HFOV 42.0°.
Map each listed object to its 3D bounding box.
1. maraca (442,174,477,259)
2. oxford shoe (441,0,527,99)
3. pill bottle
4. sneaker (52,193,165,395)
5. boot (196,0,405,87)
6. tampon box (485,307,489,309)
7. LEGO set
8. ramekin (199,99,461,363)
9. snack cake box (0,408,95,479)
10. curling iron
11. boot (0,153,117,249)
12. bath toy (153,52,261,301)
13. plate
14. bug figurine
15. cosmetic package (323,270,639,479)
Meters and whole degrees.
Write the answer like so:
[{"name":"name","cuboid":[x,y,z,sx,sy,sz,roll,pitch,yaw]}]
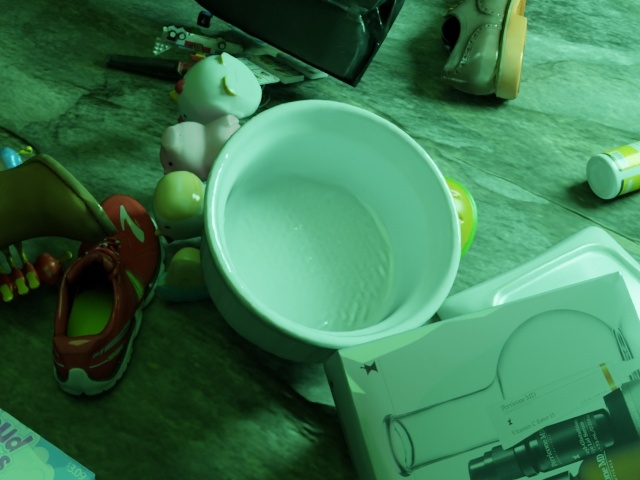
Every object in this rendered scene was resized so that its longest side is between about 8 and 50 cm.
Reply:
[{"name":"maraca","cuboid":[0.117,-0.001,1.045,0.127,0.099,0.186,32,81,24]},{"name":"oxford shoe","cuboid":[0.266,-0.377,1.355,0.132,0.130,0.364,5,49,10]},{"name":"pill bottle","cuboid":[0.437,-0.103,1.164,0.116,0.065,0.065,-17,52,-17]},{"name":"sneaker","cuboid":[-0.246,0.041,0.972,0.107,0.118,0.279,2,49,-2]},{"name":"boot","cuboid":[-0.059,-0.482,1.240,0.445,0.367,0.146,32,23,22]},{"name":"tampon box","cuboid":[0.128,0.167,0.881,0.161,0.120,0.101,-18,52,-16]},{"name":"LEGO set","cuboid":[-0.134,-0.290,1.302,0.244,0.060,0.182,34,32,23]},{"name":"ramekin","cuboid":[0.000,0.000,0.909,0.277,0.135,0.277,7,66,-15]},{"name":"snack cake box","cuboid":[-0.366,0.224,0.799,0.264,0.089,0.152,31,55,9]},{"name":"curling iron","cuboid":[-0.208,-0.252,1.280,0.274,0.035,0.068,18,51,12]},{"name":"boot","cuboid":[-0.384,-0.004,0.918,0.283,0.109,0.220,25,59,21]},{"name":"bath toy","cuboid":[-0.149,-0.093,1.078,0.129,0.151,0.348,-29,49,32]},{"name":"plate","cuboid":[0.325,0.110,0.990,0.278,0.045,0.277,-24,55,-21]},{"name":"bug figurine","cuboid":[-0.436,-0.006,1.035,0.216,0.072,0.279,-23,58,-13]},{"name":"cosmetic package","cuboid":[0.193,0.245,0.739,0.284,0.097,0.377,-15,77,-11]}]
